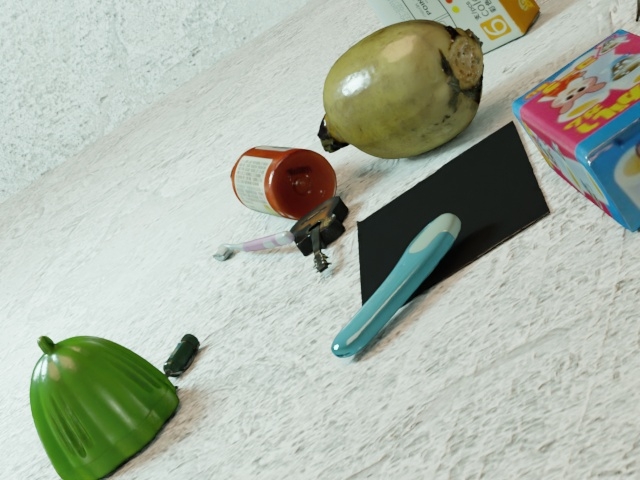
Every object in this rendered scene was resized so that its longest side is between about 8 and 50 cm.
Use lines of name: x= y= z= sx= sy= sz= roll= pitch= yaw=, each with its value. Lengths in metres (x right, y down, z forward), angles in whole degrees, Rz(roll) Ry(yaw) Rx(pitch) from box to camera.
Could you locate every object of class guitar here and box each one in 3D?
guitar: x=0.000 y=0.000 z=2.009 sx=0.088 sy=0.025 sz=0.233 roll=-34 pitch=17 yaw=9

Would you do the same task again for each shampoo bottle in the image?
shampoo bottle: x=-0.069 y=-0.090 z=2.260 sx=0.104 sy=0.104 sz=0.278 roll=-40 pitch=17 yaw=-12

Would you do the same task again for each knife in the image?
knife: x=0.087 y=0.050 z=1.663 sx=0.222 sy=0.031 sz=0.064 roll=-49 pitch=25 yaw=-25

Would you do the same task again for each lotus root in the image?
lotus root: x=0.093 y=-0.197 z=2.097 sx=0.310 sy=0.183 sz=0.183 roll=-22 pitch=21 yaw=48
lotus root: x=-0.288 y=0.180 z=1.837 sx=0.186 sy=0.186 sz=0.186 roll=-33 pitch=16 yaw=11

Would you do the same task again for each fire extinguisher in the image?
fire extinguisher: x=-0.181 y=0.154 z=1.948 sx=0.038 sy=0.025 sz=0.083 roll=0 pitch=32 yaw=25

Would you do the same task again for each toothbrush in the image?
toothbrush: x=-0.099 y=0.009 z=2.161 sx=0.025 sy=0.020 sz=0.286 roll=-51 pitch=15 yaw=-19

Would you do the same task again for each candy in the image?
candy: x=0.318 y=-0.123 z=1.574 sx=0.157 sy=0.100 sz=0.306 roll=-34 pitch=15 yaw=2

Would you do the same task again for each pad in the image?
pad: x=0.150 y=-0.029 z=1.820 sx=0.247 sy=0.007 sz=0.367 roll=-32 pitch=17 yaw=11

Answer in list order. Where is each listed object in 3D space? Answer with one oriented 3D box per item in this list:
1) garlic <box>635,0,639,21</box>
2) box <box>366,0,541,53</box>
garlic: x=0.477 y=-0.434 z=2.128 sx=0.196 sy=0.151 sz=0.338 roll=-59 pitch=16 yaw=22
box: x=0.180 y=-0.404 z=2.347 sx=0.220 sy=0.274 sz=0.091 roll=-24 pitch=23 yaw=44
